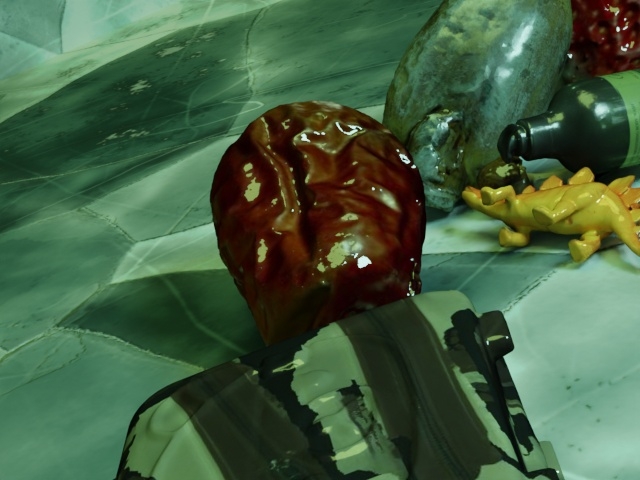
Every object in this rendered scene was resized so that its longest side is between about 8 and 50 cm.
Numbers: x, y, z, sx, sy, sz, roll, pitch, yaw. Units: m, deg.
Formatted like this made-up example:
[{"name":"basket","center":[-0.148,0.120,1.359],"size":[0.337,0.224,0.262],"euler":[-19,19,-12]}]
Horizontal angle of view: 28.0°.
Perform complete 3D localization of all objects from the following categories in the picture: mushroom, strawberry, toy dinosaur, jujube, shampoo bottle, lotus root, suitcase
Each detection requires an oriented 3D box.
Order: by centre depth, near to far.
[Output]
[{"name":"suitcase","center":[-0.016,0.201,0.745],"size":[0.339,0.194,0.351],"euler":[-21,20,7]},{"name":"jujube","center":[0.000,0.000,1.225],"size":[0.216,0.216,0.342],"euler":[-17,34,-1]},{"name":"toy dinosaur","center":[0.259,-0.028,1.256],"size":[0.117,0.070,0.288],"euler":[-32,31,-33]},{"name":"shampoo bottle","center":[0.316,-0.126,1.339],"size":[0.284,0.101,0.101],"euler":[-12,20,-15]},{"name":"mushroom","center":[0.256,-0.076,1.391],"size":[0.187,0.060,0.061],"euler":[-14,5,-15]},{"name":"lotus root","center":[0.186,-0.194,1.453],"size":[0.349,0.175,0.175],"euler":[-58,31,-5]},{"name":"strawberry","center":[0.371,-0.307,1.563],"size":[0.310,0.291,0.292],"euler":[-17,21,-20]}]
